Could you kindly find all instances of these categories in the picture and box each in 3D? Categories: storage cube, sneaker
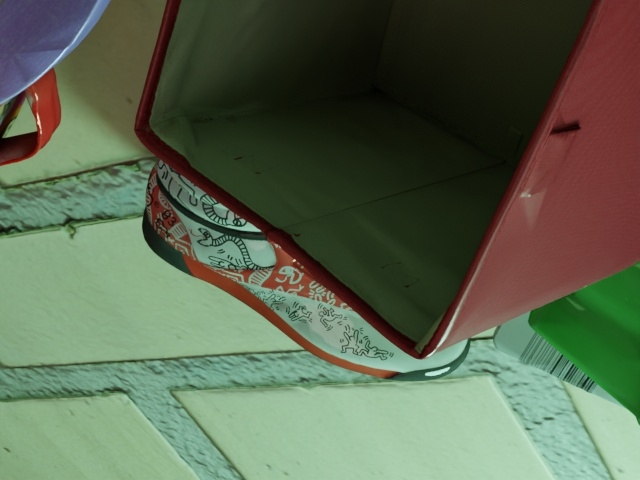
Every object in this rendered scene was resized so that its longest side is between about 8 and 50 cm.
[{"bbox_3d":[0.068,-0.094,0.534,0.184,0.193,0.215,37,122,28],"label":"storage cube"},{"bbox_3d":[-0.001,0.001,0.886,0.270,0.090,0.145,27,144,4],"label":"sneaker"}]

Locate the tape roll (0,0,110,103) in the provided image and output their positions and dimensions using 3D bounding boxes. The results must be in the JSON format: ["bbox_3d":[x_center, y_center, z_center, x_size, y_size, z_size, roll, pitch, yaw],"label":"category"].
[{"bbox_3d":[-0.239,-0.202,0.676,0.275,0.090,0.275,0,106,-1],"label":"tape roll"}]

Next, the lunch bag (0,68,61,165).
[{"bbox_3d":[-0.295,-0.151,0.858,0.258,0.120,0.293,32,140,-8],"label":"lunch bag"}]

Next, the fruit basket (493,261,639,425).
[{"bbox_3d":[0.315,0.024,0.687,0.353,0.165,0.327,20,135,-2],"label":"fruit basket"}]
